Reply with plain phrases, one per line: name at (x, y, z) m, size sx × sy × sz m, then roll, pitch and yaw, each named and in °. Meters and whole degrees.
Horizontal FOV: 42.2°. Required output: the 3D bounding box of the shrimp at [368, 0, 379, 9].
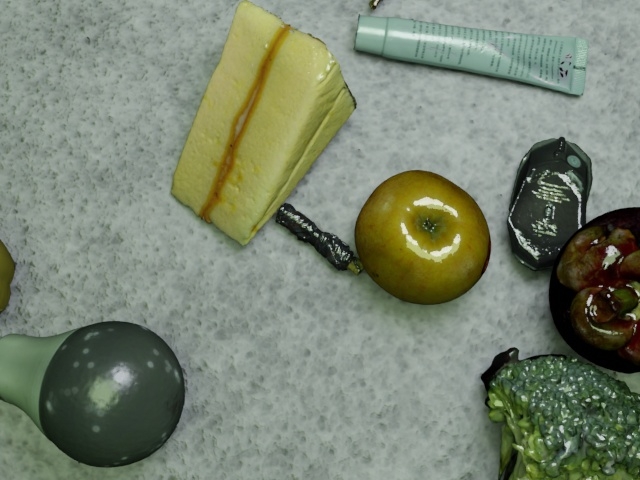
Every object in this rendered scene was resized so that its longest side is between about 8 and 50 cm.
shrimp at (0.097, -0.462, 1.207) m, size 0.145 × 0.061 × 0.267 m, roll 8°, pitch 84°, yaw 11°

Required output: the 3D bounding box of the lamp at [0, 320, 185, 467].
lamp at (-0.318, 0.196, 1.072) m, size 0.314 × 0.182 × 0.181 m, roll -4°, pitch 79°, yaw 31°

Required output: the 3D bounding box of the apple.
apple at (0.134, -0.004, 1.079) m, size 0.183 × 0.155 × 0.182 m, roll 0°, pitch 81°, yaw 2°

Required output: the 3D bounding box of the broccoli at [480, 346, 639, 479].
broccoli at (0.291, 0.264, 1.038) m, size 0.247 × 0.263 × 0.243 m, roll 39°, pitch 111°, yaw 39°

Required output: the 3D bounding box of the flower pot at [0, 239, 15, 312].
flower pot at (-0.492, 0.042, 1.069) m, size 0.195 × 0.179 × 0.195 m, roll 0°, pitch 79°, yaw 2°

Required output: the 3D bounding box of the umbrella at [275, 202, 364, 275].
umbrella at (0.000, 0.000, 1.140) m, size 0.144 × 0.040 × 0.037 m, roll 37°, pitch 90°, yaw 10°

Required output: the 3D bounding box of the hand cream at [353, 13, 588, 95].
hand cream at (0.213, -0.271, 1.172) m, size 0.331 × 0.058 × 0.085 m, roll 8°, pitch 79°, yaw 2°

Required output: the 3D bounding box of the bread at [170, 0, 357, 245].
bread at (-0.094, -0.149, 1.091) m, size 0.168 × 0.163 × 0.264 m, roll 34°, pitch 83°, yaw 19°

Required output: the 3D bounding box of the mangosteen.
mangosteen at (0.372, 0.063, 0.990) m, size 0.211 × 0.250 × 0.211 m, roll 1°, pitch 93°, yaw 28°

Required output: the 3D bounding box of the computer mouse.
computer mouse at (0.310, -0.046, 1.132) m, size 0.106 × 0.062 × 0.192 m, roll 16°, pitch 75°, yaw 4°
